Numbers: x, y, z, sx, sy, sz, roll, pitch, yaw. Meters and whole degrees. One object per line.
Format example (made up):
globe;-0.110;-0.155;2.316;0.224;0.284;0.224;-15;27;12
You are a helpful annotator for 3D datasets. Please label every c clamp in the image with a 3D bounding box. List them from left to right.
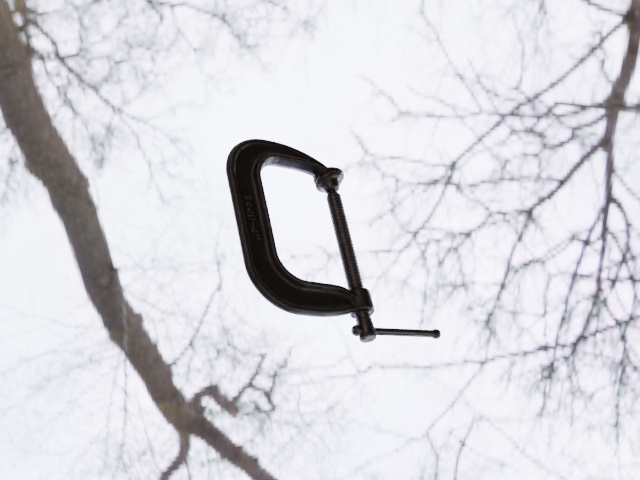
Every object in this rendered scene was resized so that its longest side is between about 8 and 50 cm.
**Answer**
c clamp;0.000;0.000;0.826;0.137;0.022;0.161;1;-122;-34
